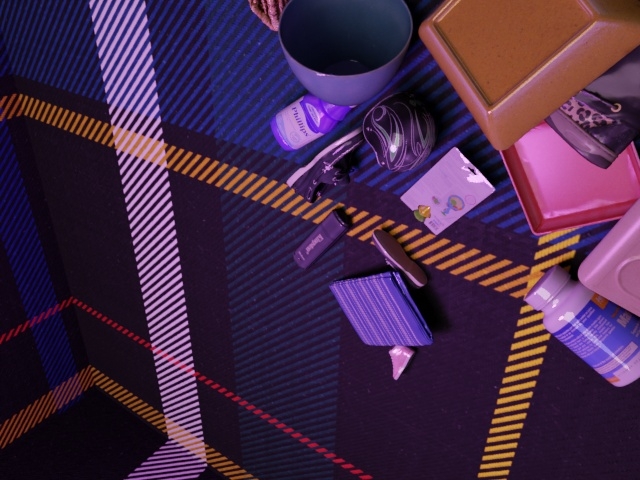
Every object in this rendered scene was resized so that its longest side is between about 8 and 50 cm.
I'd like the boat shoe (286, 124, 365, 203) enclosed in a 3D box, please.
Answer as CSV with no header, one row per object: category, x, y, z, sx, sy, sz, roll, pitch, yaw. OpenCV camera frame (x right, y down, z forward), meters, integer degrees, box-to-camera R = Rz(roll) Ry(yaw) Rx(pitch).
boat shoe,0.032,-0.192,1.547,0.340,0.127,0.113,-32,94,47

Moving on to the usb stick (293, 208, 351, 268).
usb stick,0.000,0.000,1.745,0.077,0.045,0.278,49,136,4

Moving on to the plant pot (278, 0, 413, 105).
plant pot,0.058,-0.425,1.312,0.290,0.290,0.195,36,162,18

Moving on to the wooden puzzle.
wooden puzzle,0.750,0.048,1.117,0.348,0.080,0.322,34,133,13

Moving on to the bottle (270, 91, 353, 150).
bottle,-0.011,-0.337,1.518,0.283,0.092,0.118,-19,103,44

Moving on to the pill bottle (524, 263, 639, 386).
pill bottle,0.605,0.182,1.279,0.272,0.152,0.152,42,134,12

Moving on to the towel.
towel,0.176,0.207,1.690,0.243,0.040,0.336,60,150,-8

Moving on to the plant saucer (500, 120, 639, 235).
plant saucer,0.536,-0.157,1.208,0.258,0.047,0.259,-16,105,44

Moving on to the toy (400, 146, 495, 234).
toy,0.315,-0.124,1.404,0.137,0.056,0.237,47,140,2

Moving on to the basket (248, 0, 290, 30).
basket,-0.147,-0.667,1.286,0.213,0.223,0.299,20,146,28

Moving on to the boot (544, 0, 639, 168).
boot,0.503,-0.354,1.047,0.284,0.138,0.377,-47,57,31

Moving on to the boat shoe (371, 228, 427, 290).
boat shoe,0.206,0.059,1.590,0.206,0.075,0.065,47,132,1

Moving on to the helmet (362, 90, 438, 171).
helmet,0.197,-0.250,1.351,0.169,0.169,0.161,-44,68,45

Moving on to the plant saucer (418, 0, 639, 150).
plant saucer,0.352,-0.391,1.035,0.333,0.081,0.333,-42,68,36

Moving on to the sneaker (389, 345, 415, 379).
sneaker,0.241,0.369,1.765,0.070,0.051,0.134,35,129,21
